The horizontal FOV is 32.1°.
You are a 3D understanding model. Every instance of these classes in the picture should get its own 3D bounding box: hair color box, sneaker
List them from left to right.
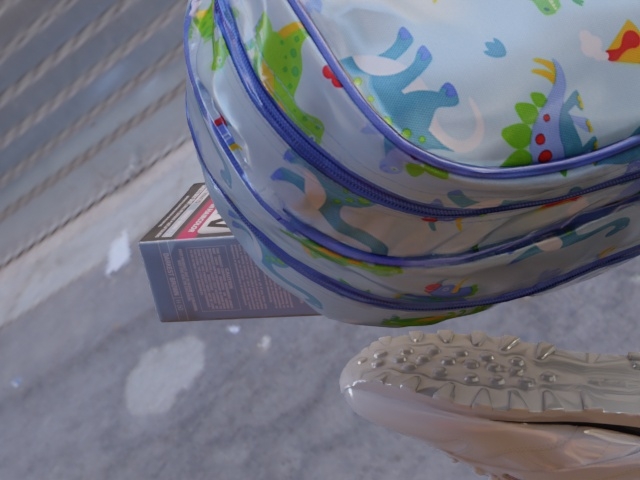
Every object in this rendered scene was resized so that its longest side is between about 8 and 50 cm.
[{"bbox_3d":[0.000,0.000,1.308,0.375,0.113,0.185,-3,24,18],"label":"hair color box"},{"bbox_3d":[0.125,0.115,0.648,0.235,0.094,0.090,9,27,7],"label":"sneaker"}]

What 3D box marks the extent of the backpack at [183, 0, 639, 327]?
[{"bbox_3d":[0.100,-0.108,0.567,0.356,0.290,0.273,-26,-9,0],"label":"backpack"}]
